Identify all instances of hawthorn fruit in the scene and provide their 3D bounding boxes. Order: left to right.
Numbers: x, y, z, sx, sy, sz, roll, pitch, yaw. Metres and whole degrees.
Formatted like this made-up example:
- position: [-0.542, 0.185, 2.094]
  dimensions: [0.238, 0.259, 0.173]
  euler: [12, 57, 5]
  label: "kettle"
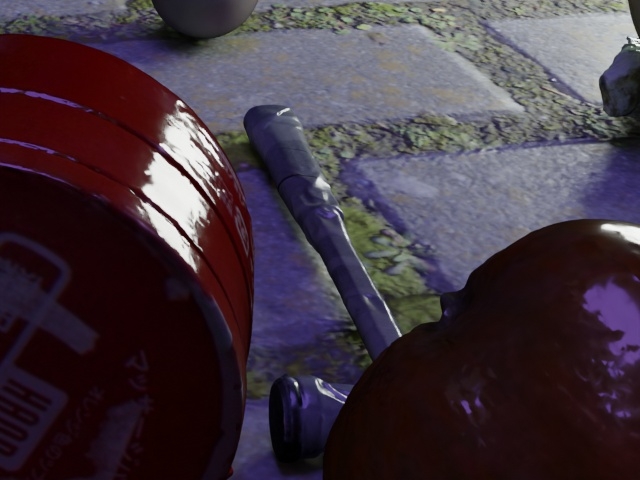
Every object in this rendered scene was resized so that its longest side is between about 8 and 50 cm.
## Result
- position: [0.123, 0.117, 0.531]
  dimensions: [0.199, 0.199, 0.251]
  euler: [-17, 53, -35]
  label: "hawthorn fruit"

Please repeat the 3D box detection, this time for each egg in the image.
- position: [-0.105, -0.237, 1.214]
  dimensions: [0.103, 0.103, 0.135]
  euler: [5, 31, 1]
  label: "egg"

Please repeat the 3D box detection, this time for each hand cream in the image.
- position: [-0.138, 0.030, 0.595]
  dimensions: [0.230, 0.230, 0.149]
  euler: [5, 28, 0]
  label: "hand cream"

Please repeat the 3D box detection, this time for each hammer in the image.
- position: [0.000, 0.001, 0.858]
  dimensions: [0.152, 0.044, 0.427]
  euler: [-3, 29, -16]
  label: "hammer"

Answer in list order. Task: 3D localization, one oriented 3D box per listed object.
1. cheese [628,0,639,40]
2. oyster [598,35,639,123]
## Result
- position: [0.298, -0.143, 1.005]
  dimensions: [0.163, 0.071, 0.249]
  euler: [18, 75, 4]
  label: "cheese"
- position: [0.358, -0.152, 1.122]
  dimensions: [0.198, 0.112, 0.267]
  euler: [17, 36, 24]
  label: "oyster"
